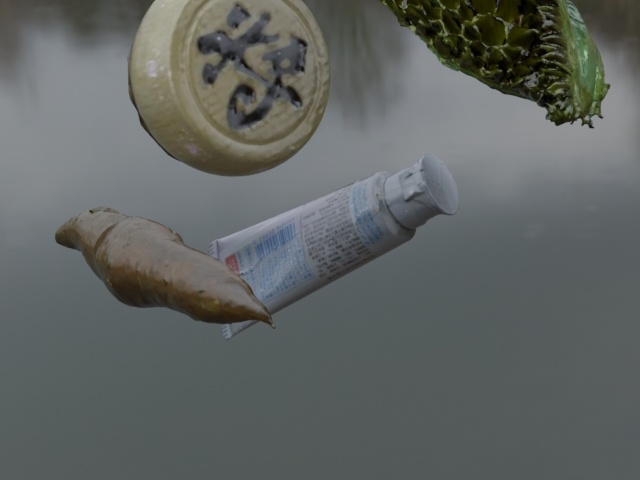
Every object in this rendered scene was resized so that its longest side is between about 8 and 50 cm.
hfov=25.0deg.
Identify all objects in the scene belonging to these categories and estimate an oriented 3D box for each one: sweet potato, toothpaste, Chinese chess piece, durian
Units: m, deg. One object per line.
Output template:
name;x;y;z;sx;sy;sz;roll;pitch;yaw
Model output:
sweet potato;-0.115;0.018;0.985;0.067;0.067;0.274;-12;18;-30
toothpaste;0.000;0.000;1.152;0.234;0.089;0.057;-25;-27;30
Chinese chess piece;-0.109;-0.207;1.779;0.257;0.257;0.104;-13;5;-33
durian;0.155;-0.230;1.370;0.163;0.198;0.394;-34;46;11
